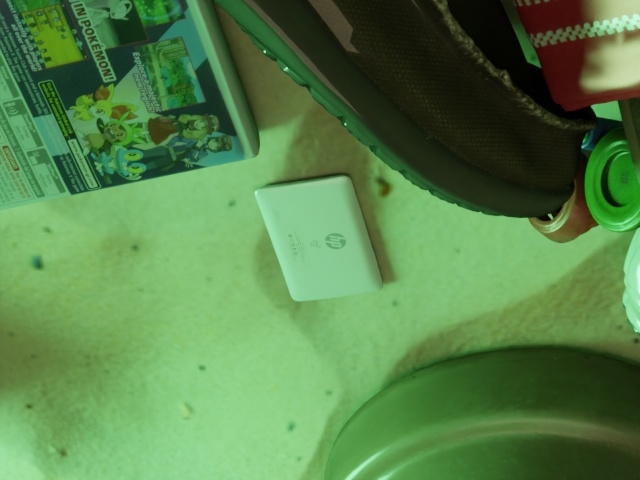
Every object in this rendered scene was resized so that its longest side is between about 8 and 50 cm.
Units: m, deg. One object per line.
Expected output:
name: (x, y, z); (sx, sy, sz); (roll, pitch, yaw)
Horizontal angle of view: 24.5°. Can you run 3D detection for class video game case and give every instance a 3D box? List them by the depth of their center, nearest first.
video game case: (-0.144, -0.104, 0.716); (0.183, 0.023, 0.201); (-11, 130, 9)

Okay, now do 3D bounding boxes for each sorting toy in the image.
sorting toy: (0.146, -0.030, 0.735); (0.042, 0.061, 0.102); (5, 173, -31)

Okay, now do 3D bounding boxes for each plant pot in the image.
plant pot: (0.125, 0.231, 0.851); (0.263, 0.229, 0.263); (3, 131, 3)

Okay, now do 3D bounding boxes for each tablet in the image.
tablet: (0.000, 0.000, 0.813); (0.054, 0.006, 0.083); (-8, 129, 13)

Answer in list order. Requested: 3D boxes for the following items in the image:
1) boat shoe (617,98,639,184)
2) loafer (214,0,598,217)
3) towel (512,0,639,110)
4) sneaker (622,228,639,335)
boat shoe: (0.173, -0.144, 0.609); (0.103, 0.113, 0.302); (-25, 122, -18)
loafer: (0.008, -0.139, 0.607); (0.366, 0.134, 0.130); (37, 102, -32)
towel: (0.111, -0.178, 0.518); (0.199, 0.031, 0.275); (-3, 115, 54)
sneaker: (0.296, 0.022, 0.737); (0.279, 0.107, 0.118); (7, 122, -3)
